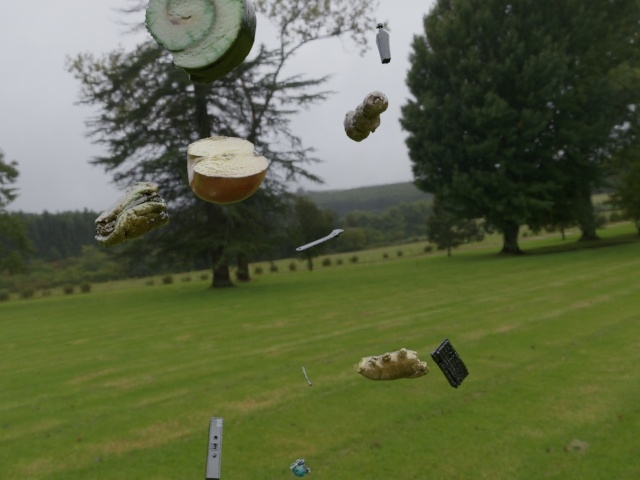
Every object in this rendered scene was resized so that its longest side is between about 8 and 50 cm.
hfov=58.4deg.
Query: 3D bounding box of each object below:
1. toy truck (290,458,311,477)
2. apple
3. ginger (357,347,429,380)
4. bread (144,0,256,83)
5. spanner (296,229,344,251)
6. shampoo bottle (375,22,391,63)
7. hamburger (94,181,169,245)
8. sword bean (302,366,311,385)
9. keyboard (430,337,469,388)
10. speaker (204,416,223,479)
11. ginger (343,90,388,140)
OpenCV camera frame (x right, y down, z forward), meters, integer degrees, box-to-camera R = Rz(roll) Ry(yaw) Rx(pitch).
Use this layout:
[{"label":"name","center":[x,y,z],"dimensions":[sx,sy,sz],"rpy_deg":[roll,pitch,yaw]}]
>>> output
[{"label":"toy truck","center":[-0.060,0.647,1.622],"dimensions":[0.044,0.039,0.083],"rpy_deg":[-31,-7,-24]},{"label":"apple","center":[-0.312,-0.215,1.910],"dimensions":[0.251,0.163,0.293],"rpy_deg":[-6,38,-18]},{"label":"ginger","center":[0.204,0.349,1.600],"dimensions":[0.205,0.081,0.115],"rpy_deg":[-3,-17,2]},{"label":"bread","center":[-0.399,-0.718,1.914],"dimensions":[0.365,0.382,0.129],"rpy_deg":[5,-2,12]},{"label":"spanner","center":[0.000,0.000,2.055],"dimensions":[0.208,0.012,0.046],"rpy_deg":[-24,28,-28]},{"label":"shampoo bottle","center":[0.191,-0.603,1.749],"dimensions":[0.048,0.137,0.027],"rpy_deg":[-21,-24,36]},{"label":"hamburger","center":[-0.487,-0.055,1.487],"dimensions":[0.206,0.130,0.183],"rpy_deg":[-48,20,-23]},{"label":"sword bean","center":[-0.046,0.447,1.884],"dimensions":[0.012,0.012,0.083],"rpy_deg":[-8,37,-19]},{"label":"keyboard","center":[0.377,0.357,1.647],"dimensions":[0.072,0.231,0.023],"rpy_deg":[-44,45,-6]},{"label":"speaker","center":[-0.314,0.619,1.694],"dimensions":[0.040,0.046,0.191],"rpy_deg":[10,40,-13]},{"label":"ginger","center":[0.130,-0.362,1.674],"dimensions":[0.080,0.104,0.204],"rpy_deg":[-24,-4,-27]}]
